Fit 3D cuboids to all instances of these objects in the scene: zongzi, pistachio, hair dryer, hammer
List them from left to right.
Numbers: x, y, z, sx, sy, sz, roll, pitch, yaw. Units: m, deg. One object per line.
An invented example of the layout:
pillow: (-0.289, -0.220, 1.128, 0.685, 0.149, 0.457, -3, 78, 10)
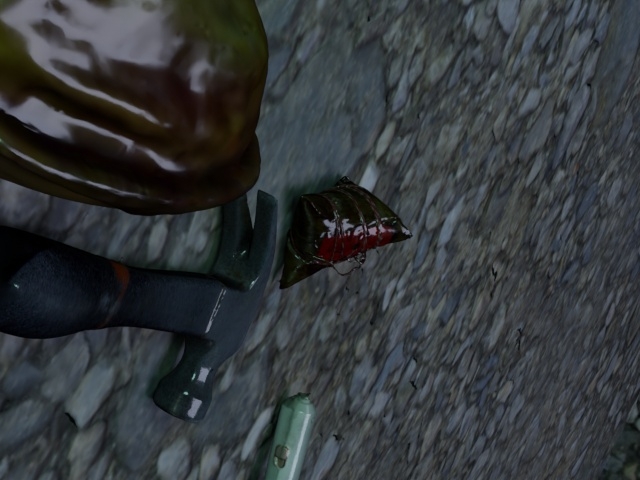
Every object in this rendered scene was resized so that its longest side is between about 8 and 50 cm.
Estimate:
pistachio: (-0.088, -0.083, 0.633, 0.210, 0.130, 0.165, 35, 35, -46)
hammer: (-0.095, 0.023, 0.902, 0.137, 0.037, 0.290, -66, 160, 2)
hair dryer: (-0.031, 0.167, 1.224, 0.082, 0.047, 0.137, -5, 112, -66)
zongzi: (0.000, 0.000, 1.117, 0.083, 0.067, 0.073, -2, 129, -47)
